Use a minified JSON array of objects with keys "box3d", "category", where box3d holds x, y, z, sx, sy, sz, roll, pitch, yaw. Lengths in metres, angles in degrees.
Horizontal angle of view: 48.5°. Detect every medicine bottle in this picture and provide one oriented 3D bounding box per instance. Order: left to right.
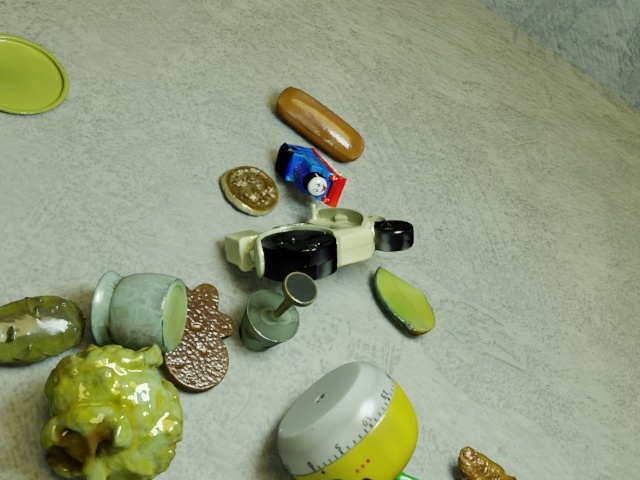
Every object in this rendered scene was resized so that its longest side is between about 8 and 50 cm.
[{"box3d":[-0.332,0.131,1.305,0.143,0.147,0.147,4,47,9],"category":"medicine bottle"}]

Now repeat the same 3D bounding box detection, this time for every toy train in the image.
[{"box3d":[-0.023,-0.164,1.761,0.131,0.082,0.204,11,23,-28],"category":"toy train"}]

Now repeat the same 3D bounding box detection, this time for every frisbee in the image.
[{"box3d":[-0.677,-0.366,1.568,0.236,0.017,0.235,19,49,-23],"category":"frisbee"}]

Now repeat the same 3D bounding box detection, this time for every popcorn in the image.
[{"box3d":[-0.340,0.285,1.180,0.256,0.195,0.255,52,47,-16],"category":"popcorn"}]

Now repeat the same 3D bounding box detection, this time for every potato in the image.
[{"box3d":[-0.517,0.155,1.225,0.226,0.090,0.117,-5,61,-38],"category":"potato"},{"box3d":[0.196,0.154,1.747,0.198,0.054,0.119,43,48,8],"category":"potato"}]

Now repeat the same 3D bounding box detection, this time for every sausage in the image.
[{"box3d":[0.000,-0.313,1.935,0.274,0.105,0.105,36,44,-6],"category":"sausage"}]

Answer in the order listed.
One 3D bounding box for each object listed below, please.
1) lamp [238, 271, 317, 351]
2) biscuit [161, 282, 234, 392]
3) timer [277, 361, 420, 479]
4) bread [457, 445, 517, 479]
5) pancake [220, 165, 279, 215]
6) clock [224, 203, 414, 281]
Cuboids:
[{"box3d":[-0.088,0.143,1.442,0.121,0.214,0.121,17,50,-21],"category":"lamp"},{"box3d":[-0.255,0.189,1.417,0.180,0.039,0.236,10,53,-29],"category":"biscuit"},{"box3d":[0.082,0.395,1.346,0.285,0.285,0.285,18,49,-22],"category":"timer"},{"box3d":[0.373,0.544,1.551,0.105,0.076,0.233,-38,89,-33],"category":"bread"},{"box3d":[-0.169,-0.124,1.724,0.158,0.028,0.158,20,46,-22],"category":"pancake"},{"box3d":[0.000,0.000,1.600,0.379,0.277,0.120,-13,109,-38],"category":"clock"}]
